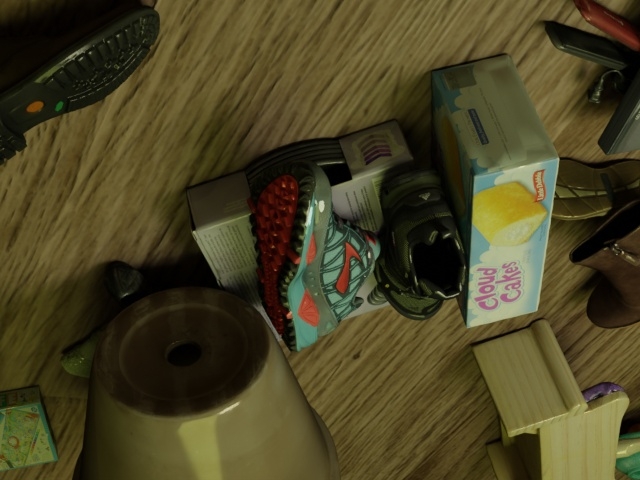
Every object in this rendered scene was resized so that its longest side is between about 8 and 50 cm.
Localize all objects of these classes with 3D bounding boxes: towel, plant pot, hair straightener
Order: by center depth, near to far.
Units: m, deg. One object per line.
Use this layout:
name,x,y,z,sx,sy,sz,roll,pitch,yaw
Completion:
hair straightener,0.314,-0.184,1.167,0.230,0.047,0.089,12,135,-39
plant pot,-0.139,0.216,1.249,0.323,0.323,0.280,-11,134,-8
towel,-0.235,0.148,1.382,0.110,0.027,0.148,-36,139,22

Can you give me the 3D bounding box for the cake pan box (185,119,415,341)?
cake pan box,0.000,0.000,1.252,0.245,0.070,0.267,-21,143,1

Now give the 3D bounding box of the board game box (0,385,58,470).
board game box,-0.403,0.248,1.444,0.103,0.026,0.154,-9,142,-10

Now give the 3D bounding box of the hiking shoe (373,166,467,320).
hiking shoe,0.106,0.032,1.185,0.086,0.114,0.227,-15,141,-4

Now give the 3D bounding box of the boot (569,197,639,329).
boot,0.374,0.028,1.388,0.206,0.090,0.248,9,143,-37

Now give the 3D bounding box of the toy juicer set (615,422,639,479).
toy juicer set,0.509,0.356,1.889,0.209,0.090,0.329,-6,152,7

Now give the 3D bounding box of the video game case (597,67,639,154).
video game case,0.443,-0.183,1.180,0.274,0.026,0.196,-12,144,-26

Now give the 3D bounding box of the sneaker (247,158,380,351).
sneaker,-0.001,0.001,1.145,0.125,0.104,0.262,-24,147,-19

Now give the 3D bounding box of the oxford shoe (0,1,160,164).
oxford shoe,-0.245,-0.152,0.956,0.227,0.096,0.083,-32,159,-13

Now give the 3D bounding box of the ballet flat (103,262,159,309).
ballet flat,-0.199,0.084,1.295,0.057,0.049,0.173,-26,143,12

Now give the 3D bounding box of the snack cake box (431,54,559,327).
snack cake box,0.179,-0.047,1.191,0.089,0.152,0.264,-13,142,-4

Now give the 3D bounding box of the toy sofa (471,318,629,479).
toy sofa,0.340,0.274,1.657,0.177,0.150,0.363,-18,143,0

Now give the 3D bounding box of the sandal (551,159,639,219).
sandal,0.314,-0.057,1.310,0.180,0.072,0.049,-5,163,-21
